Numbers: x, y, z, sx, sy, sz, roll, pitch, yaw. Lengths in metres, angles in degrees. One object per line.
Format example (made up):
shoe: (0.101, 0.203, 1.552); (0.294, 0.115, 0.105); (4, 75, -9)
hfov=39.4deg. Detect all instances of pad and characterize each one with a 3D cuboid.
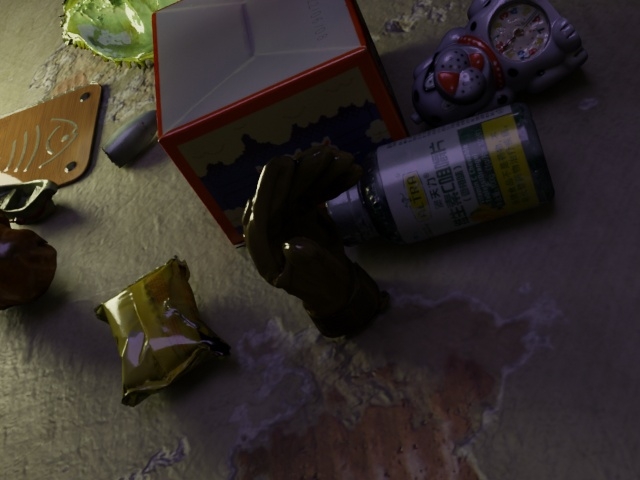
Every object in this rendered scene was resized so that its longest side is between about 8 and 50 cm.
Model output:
pad: (-0.566, -0.184, 1.775); (0.284, 0.018, 0.286); (-17, 48, 14)

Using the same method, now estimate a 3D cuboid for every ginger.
ginger: (-0.566, 0.020, 1.488); (0.321, 0.165, 0.172); (30, 77, 39)

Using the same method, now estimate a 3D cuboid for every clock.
clock: (0.237, -0.259, 1.318); (0.254, 0.189, 0.189); (-36, 44, 3)

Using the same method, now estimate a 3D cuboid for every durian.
durian: (-0.351, -0.458, 1.769); (0.394, 0.198, 0.163); (-14, 48, 20)

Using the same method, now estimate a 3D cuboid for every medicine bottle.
medicine bottle: (0.155, -0.078, 1.209); (0.293, 0.141, 0.141); (-16, 46, 15)

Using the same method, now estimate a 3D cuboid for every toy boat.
toy boat: (-0.540, -0.072, 1.622); (0.185, 0.071, 0.089); (-5, 50, 23)

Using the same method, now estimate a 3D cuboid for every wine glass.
wine glass: (-0.315, -0.216, 1.637); (0.198, 0.066, 0.066); (-45, 46, -12)

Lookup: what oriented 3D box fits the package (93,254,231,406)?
package: (-0.230, 0.125, 1.274); (0.168, 0.090, 0.226); (-29, 47, -2)

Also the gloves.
gloves: (-0.013, -0.002, 1.102); (0.141, 0.331, 0.154); (17, 62, 29)

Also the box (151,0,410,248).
box: (-0.060, -0.228, 1.374); (0.319, 0.257, 0.348); (-22, 44, 7)
